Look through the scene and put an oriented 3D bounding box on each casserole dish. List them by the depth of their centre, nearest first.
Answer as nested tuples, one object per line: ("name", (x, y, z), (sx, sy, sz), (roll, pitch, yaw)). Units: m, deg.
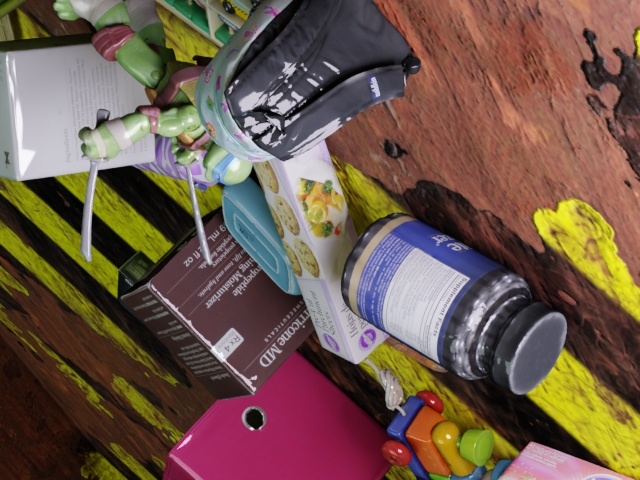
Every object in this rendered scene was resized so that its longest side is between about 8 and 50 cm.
("casserole dish", (-0.066, -0.005, 1.889), (0.188, 0.037, 0.114), (47, 157, 28))

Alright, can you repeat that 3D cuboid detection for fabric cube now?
("fabric cube", (-0.062, 0.347, 2.344), (0.258, 0.254, 0.259), (41, 160, 8))

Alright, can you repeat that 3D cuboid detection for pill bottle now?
("pill bottle", (0.137, 0.067, 1.577), (0.219, 0.123, 0.123), (30, 156, 33))

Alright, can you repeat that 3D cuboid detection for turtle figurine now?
("turtle figurine", (-0.199, -0.128, 1.637), (0.266, 0.198, 0.274), (60, 141, 20))

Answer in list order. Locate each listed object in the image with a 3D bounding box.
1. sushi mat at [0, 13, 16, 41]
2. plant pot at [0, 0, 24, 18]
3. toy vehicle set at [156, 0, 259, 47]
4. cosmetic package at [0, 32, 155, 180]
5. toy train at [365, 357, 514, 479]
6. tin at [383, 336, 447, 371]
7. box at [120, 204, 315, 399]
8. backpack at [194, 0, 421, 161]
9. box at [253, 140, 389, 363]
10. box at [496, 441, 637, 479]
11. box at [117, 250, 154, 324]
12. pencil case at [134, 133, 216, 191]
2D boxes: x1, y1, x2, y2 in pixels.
("sushi mat", (-0.475, -0.305, 2.170), (0.151, 0.019, 0.316), (40, 160, 12))
("plant pot", (-0.462, -0.351, 1.761), (0.207, 0.228, 0.227), (50, 161, 6))
("toy vehicle set", (-0.133, -0.277, 1.532), (0.267, 0.035, 0.166), (37, 160, 18))
("cosmetic package", (-0.315, -0.162, 1.830), (0.151, 0.184, 0.151), (14, 110, 53))
("toy train", (0.156, 0.247, 1.957), (0.143, 0.105, 0.248), (10, 143, 41))
("tin", (0.093, 0.092, 1.845), (0.190, 0.040, 0.106), (28, 159, 40))
("box", (-0.128, 0.083, 2.058), (0.203, 0.168, 0.167), (46, 160, -8))
("backpack", (-0.022, -0.147, 1.364), (0.152, 0.182, 0.115), (48, 160, -14))
("box", (0.000, 0.000, 1.738), (0.067, 0.063, 0.324), (27, 147, 43))
("box", (0.331, 0.362, 1.769), (0.300, 0.142, 0.154), (14, 145, 54))
("box", (-0.242, 0.131, 2.556), (0.220, 0.051, 0.175), (42, 160, 7))
("pencil case", (-0.183, -0.119, 1.894), (0.088, 0.086, 0.206), (17, -178, -38))
